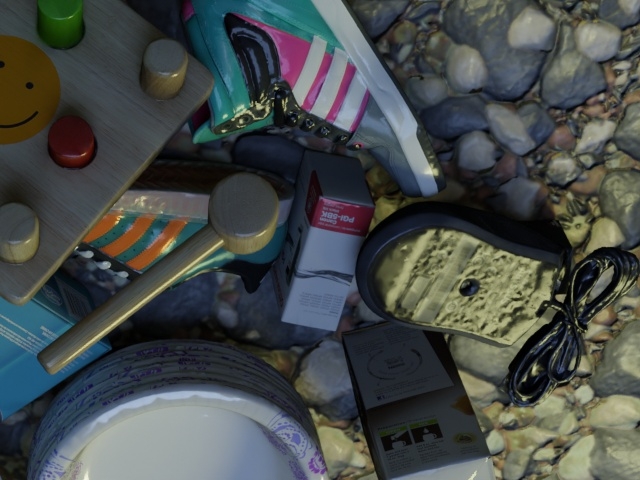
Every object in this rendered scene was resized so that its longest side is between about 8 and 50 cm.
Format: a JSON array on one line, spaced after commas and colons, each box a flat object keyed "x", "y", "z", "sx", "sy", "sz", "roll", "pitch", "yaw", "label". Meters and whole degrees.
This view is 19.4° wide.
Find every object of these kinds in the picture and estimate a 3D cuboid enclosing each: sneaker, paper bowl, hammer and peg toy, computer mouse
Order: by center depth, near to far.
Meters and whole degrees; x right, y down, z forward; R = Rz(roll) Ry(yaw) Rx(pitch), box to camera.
[{"x": -0.217, "y": -0.078, "z": 1.497, "sx": 0.361, "sy": 0.127, "sz": 0.266, "roll": 39, "pitch": 71, "yaw": 4, "label": "hammer and peg toy"}, {"x": -0.027, "y": -0.122, "z": 1.635, "sx": 0.178, "sy": 0.124, "sz": 0.295, "roll": -33, "pitch": 112, "yaw": 5, "label": "sneaker"}, {"x": -0.177, "y": -0.010, "z": 1.685, "sx": 0.302, "sy": 0.108, "sz": 0.121, "roll": 7, "pitch": 114, "yaw": -14, "label": "sneaker"}, {"x": 0.141, "y": 0.037, "z": 1.721, "sx": 0.272, "sy": 0.072, "sz": 0.188, "roll": 22, "pitch": 114, "yaw": -29, "label": "computer mouse"}, {"x": -0.138, "y": 0.221, "z": 1.799, "sx": 0.284, "sy": 0.148, "sz": 0.284, "roll": -4, "pitch": 119, "yaw": -6, "label": "paper bowl"}]

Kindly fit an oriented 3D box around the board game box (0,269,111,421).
[{"x": -0.396, "y": 0.115, "z": 1.679, "sx": 0.336, "sy": 0.079, "sz": 0.254, "roll": -33, "pitch": 146, "yaw": 10, "label": "board game box"}]

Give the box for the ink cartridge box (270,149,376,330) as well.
[{"x": 0.000, "y": 0.000, "z": 1.724, "sx": 0.056, "sy": 0.099, "sz": 0.135, "roll": 10, "pitch": 117, "yaw": -14, "label": "ink cartridge box"}]

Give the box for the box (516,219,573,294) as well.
[{"x": 0.192, "y": 0.017, "z": 1.785, "sx": 0.083, "sy": 0.062, "sz": 0.052, "roll": -1, "pitch": 119, "yaw": -7, "label": "box"}]

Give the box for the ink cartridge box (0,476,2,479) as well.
[{"x": -0.373, "y": 0.306, "z": 1.714, "sx": 0.087, "sy": 0.208, "sz": 0.153, "roll": -26, "pitch": 87, "yaw": 46, "label": "ink cartridge box"}]

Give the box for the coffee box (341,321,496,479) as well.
[{"x": 0.098, "y": 0.195, "z": 1.764, "sx": 0.098, "sy": 0.246, "sz": 0.141, "roll": -14, "pitch": 121, "yaw": -3, "label": "coffee box"}]
